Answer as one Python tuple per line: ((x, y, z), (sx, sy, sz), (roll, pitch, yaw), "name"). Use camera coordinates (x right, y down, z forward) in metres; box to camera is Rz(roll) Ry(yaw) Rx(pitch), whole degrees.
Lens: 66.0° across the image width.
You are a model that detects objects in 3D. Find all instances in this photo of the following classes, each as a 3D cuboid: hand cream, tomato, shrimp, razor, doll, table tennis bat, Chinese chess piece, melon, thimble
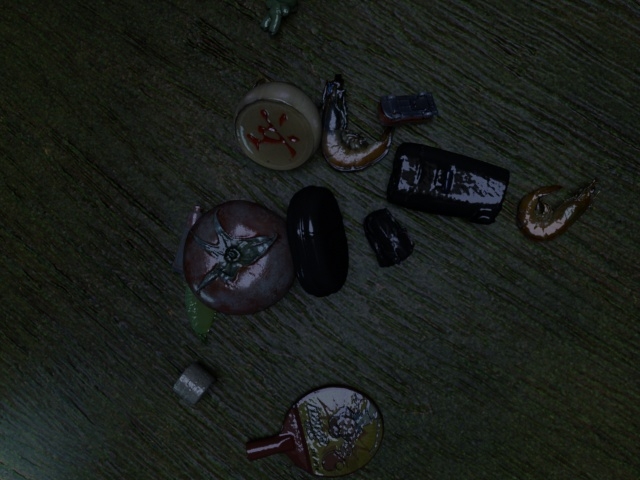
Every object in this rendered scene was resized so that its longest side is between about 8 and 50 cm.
((-0.395, -0.003, 1.477), (0.067, 0.043, 0.210), (17, 92, 26), "hand cream")
((-0.216, 0.048, 1.346), (0.316, 0.282, 0.317), (0, 87, 4), "tomato")
((0.679, -0.099, 1.409), (0.248, 0.068, 0.150), (-33, 83, 8), "shrimp")
((0.359, -0.159, 1.401), (0.326, 0.107, 0.189), (14, 90, 2), "razor")
((-0.118, -0.678, 1.453), (0.150, 0.077, 0.115), (-55, 50, 12), "doll")
((0.104, -0.346, 1.440), (0.222, 0.054, 0.291), (-5, 93, 4), "shrimp")
((-0.017, 0.574, 1.456), (0.414, 0.051, 0.268), (-13, 89, 0), "table tennis bat")
((-0.117, -0.314, 1.367), (0.249, 0.250, 0.103), (13, 47, 3), "Chinese chess piece")
((-0.348, 0.182, 1.483), (0.113, 0.053, 0.262), (0, 94, -15), "melon")
((-0.366, 0.418, 1.438), (0.090, 0.115, 0.102), (37, 94, 4), "thimble")

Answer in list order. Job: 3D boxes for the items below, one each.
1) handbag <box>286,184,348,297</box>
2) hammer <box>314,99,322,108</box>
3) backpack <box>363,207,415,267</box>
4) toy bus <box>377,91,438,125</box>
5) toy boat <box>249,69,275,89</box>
((0.001, 0.000, 1.345), (0.093, 0.254, 0.308), (-5, 107, 23), "handbag")
((-0.051, -0.405, 1.465), (0.110, 0.035, 0.019), (6, 92, 11), "hammer")
((0.195, -0.011, 1.411), (0.105, 0.120, 0.165), (-24, 89, -19), "backpack")
((0.240, -0.368, 1.399), (0.174, 0.077, 0.079), (-10, 78, -19), "toy bus")
((-0.121, -0.394, 1.433), (0.226, 0.088, 0.068), (47, 128, 0), "toy boat")
